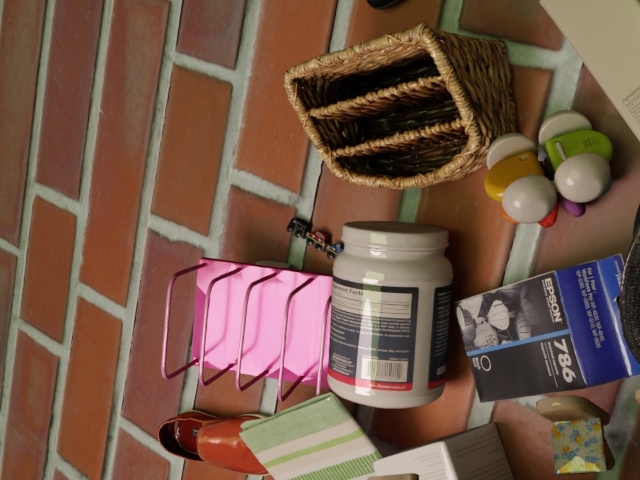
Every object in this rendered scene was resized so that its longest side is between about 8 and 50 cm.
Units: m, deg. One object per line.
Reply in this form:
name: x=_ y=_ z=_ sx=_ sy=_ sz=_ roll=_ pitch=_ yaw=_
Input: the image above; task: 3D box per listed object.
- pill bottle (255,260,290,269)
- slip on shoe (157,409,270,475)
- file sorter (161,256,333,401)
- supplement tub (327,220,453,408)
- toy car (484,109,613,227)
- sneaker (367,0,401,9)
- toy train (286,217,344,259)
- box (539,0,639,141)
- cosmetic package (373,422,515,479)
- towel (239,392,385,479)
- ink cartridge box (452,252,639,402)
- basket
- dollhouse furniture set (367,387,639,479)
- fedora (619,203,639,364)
pill bottle: x=-0.093 y=0.109 z=1.789 sx=0.078 sy=0.078 sz=0.137 roll=12 pitch=102 yaw=40
slip on shoe: x=-0.190 y=0.395 z=1.885 sx=0.331 sy=0.101 sz=0.123 roll=1 pitch=92 yaw=40
file sorter: x=-0.107 y=0.158 z=1.664 sx=0.291 sy=0.182 sz=0.202 roll=7 pitch=99 yaw=13
supplement tub: x=0.111 y=0.113 z=1.535 sx=0.191 sy=0.191 sz=0.272 roll=10 pitch=100 yaw=40
toy car: x=0.330 y=-0.083 z=1.366 sx=0.182 sy=0.136 sz=0.159 roll=-23 pitch=37 yaw=14
sneaker: x=0.125 y=-0.455 z=1.517 sx=0.227 sy=0.130 sz=0.087 roll=-36 pitch=68 yaw=39
toy train: x=0.000 y=0.000 z=1.734 sx=0.158 sy=0.027 sz=0.036 roll=33 pitch=104 yaw=35
box: x=0.422 y=-0.252 z=1.295 sx=0.113 sy=0.094 sz=0.275 roll=-41 pitch=67 yaw=35
cosmetic package: x=0.206 y=0.400 z=1.502 sx=0.151 sy=0.151 sz=0.183 roll=-27 pitch=75 yaw=39
towel: x=0.034 y=0.404 z=1.629 sx=0.248 sy=0.038 sz=0.325 roll=-27 pitch=107 yaw=40
ink cartridge box: x=0.315 y=0.132 z=1.365 sx=0.333 sy=0.065 sz=0.165 roll=-31 pitch=71 yaw=61
basket: x=0.120 y=-0.186 z=1.482 sx=0.299 sy=0.223 sz=0.213 roll=-8 pitch=89 yaw=41
dollhouse furniture set: x=0.289 y=0.374 z=1.188 sx=0.394 sy=0.256 sz=0.362 roll=-13 pitch=65 yaw=28
fedora: x=0.488 y=0.014 z=1.196 sx=0.152 sy=0.334 sz=0.334 roll=-108 pitch=37 yaw=-61
